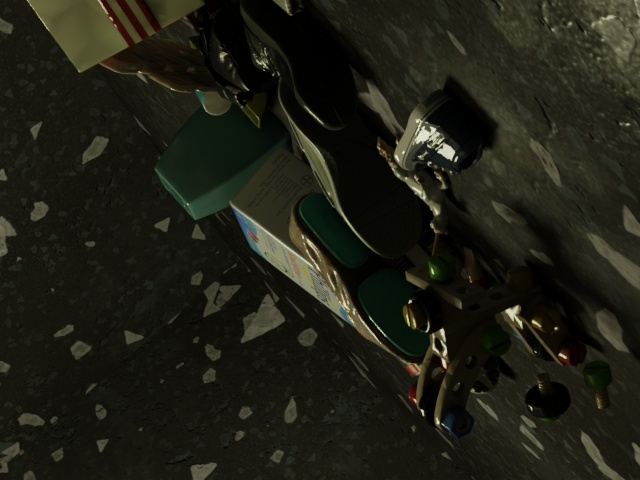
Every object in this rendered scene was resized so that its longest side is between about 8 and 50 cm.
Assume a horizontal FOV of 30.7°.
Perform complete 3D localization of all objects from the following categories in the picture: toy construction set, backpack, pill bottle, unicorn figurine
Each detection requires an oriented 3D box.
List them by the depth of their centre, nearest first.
[{"bbox_3d":[0.217,0.090,1.593,0.309,0.257,0.237,-101,-7,-67],"label":"toy construction set"},{"bbox_3d":[0.141,-0.075,1.624,0.162,0.060,0.111,62,178,25],"label":"unicorn figurine"},{"bbox_3d":[-0.118,-0.286,1.757,0.152,0.115,0.182,66,170,-11],"label":"backpack"},{"bbox_3d":[0.157,0.041,1.828,0.186,0.112,0.112,48,171,10],"label":"pill bottle"}]

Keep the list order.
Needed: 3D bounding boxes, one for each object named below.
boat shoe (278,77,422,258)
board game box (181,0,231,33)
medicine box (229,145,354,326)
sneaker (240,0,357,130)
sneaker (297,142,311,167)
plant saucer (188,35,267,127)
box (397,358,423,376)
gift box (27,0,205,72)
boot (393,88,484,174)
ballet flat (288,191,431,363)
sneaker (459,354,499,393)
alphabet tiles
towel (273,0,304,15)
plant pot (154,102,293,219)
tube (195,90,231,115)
[{"bbox_3d":[0.041,-0.118,1.730,0.320,0.118,0.103,54,176,-9],"label":"boat shoe"},{"bbox_3d":[-0.255,-0.448,1.959,0.347,0.056,0.208,41,164,41],"label":"board game box"},{"bbox_3d":[0.000,0.000,2.187,0.289,0.149,0.263,37,169,16],"label":"medicine box"},{"bbox_3d":[-0.029,-0.245,1.608,0.227,0.087,0.130,51,173,4],"label":"sneaker"},{"bbox_3d":[-0.016,-0.145,2.133,0.037,0.032,0.083,41,169,41],"label":"sneaker"},{"bbox_3d":[-0.155,-0.292,2.086,0.188,0.045,0.188,49,178,-3],"label":"plant saucer"},{"bbox_3d":[0.172,0.183,2.422,0.207,0.036,0.114,50,135,-9],"label":"box"},{"bbox_3d":[-0.349,-0.417,1.661,0.255,0.276,0.258,56,176,35],"label":"gift box"},{"bbox_3d":[0.143,-0.105,1.402,0.086,0.069,0.190,50,170,12],"label":"boot"},{"bbox_3d":[0.059,0.065,1.788,0.316,0.107,0.106,56,149,12],"label":"ballet flat"},{"bbox_3d":[0.219,0.182,2.181,0.279,0.107,0.118,49,178,8],"label":"sneaker"},{"bbox_3d":[-0.275,-0.299,1.867,0.278,0.021,0.284,30,-160,26],"label":"alphabet tiles"},{"bbox_3d":[-0.147,-0.443,1.422,0.312,0.056,0.324,46,170,18],"label":"towel"},{"bbox_3d":[-0.195,-0.162,2.269,0.166,0.234,0.165,46,171,13],"label":"plant pot"},{"bbox_3d":[-0.212,-0.288,2.101,0.080,0.052,0.207,56,179,-35],"label":"tube"}]
